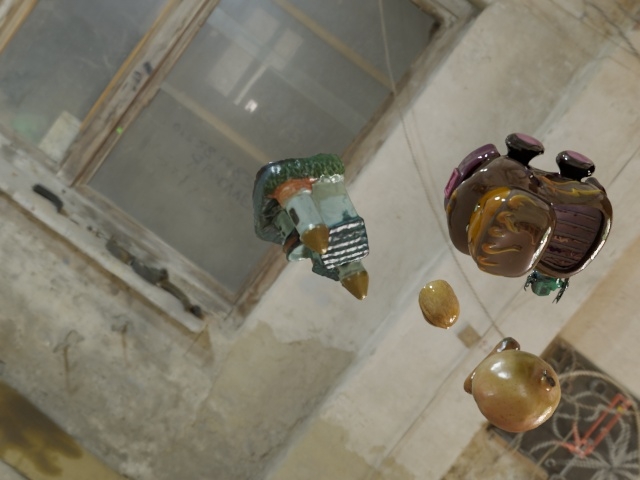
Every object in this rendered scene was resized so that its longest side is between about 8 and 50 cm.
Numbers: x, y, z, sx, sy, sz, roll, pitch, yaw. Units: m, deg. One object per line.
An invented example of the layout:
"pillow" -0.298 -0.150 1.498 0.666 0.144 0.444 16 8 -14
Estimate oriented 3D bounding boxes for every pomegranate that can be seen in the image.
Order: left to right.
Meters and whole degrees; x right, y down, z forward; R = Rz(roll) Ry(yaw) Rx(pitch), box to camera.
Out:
"pomegranate" 0.441 0.333 1.372 0.191 0.191 0.191 37 5 -4

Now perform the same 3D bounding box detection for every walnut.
"walnut" 0.414 0.223 2.128 0.144 0.144 0.180 29 44 -57

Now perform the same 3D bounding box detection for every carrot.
"carrot" 0.433 0.319 1.538 0.060 0.186 0.060 45 -7 7

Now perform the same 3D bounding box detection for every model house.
"model house" 0.000 0.000 1.231 0.291 0.185 0.253 60 -26 22

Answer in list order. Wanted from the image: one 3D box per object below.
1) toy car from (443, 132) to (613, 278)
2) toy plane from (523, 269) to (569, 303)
"toy car" 0.411 -0.037 1.187 0.341 0.271 0.240 15 30 -8
"toy plane" 0.542 0.084 1.432 0.096 0.060 0.235 26 -23 20
